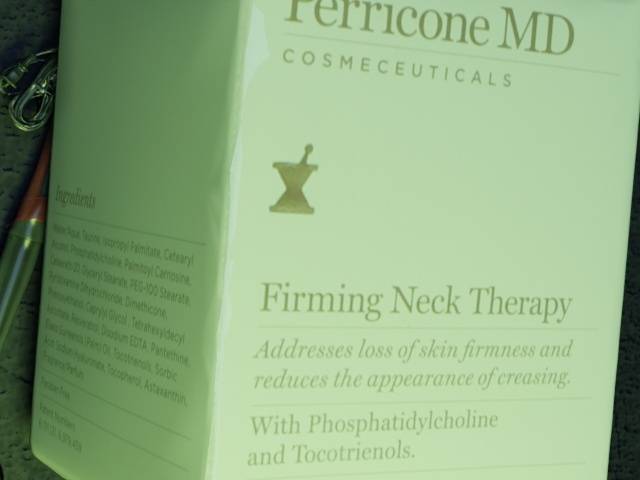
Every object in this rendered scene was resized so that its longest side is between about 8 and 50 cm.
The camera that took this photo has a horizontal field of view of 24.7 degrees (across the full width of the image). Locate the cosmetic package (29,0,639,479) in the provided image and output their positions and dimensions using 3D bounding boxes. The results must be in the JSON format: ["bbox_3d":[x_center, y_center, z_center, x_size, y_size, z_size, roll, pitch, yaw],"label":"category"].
[{"bbox_3d":[0.000,0.000,1.084,0.329,0.327,0.393,2,94,-30],"label":"cosmetic package"}]

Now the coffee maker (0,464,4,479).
[{"bbox_3d":[-0.297,0.125,1.077,0.171,0.120,0.178,-12,115,12],"label":"coffee maker"}]

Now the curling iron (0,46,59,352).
[{"bbox_3d":[-0.241,-0.020,1.152,0.068,0.035,0.274,12,90,-20],"label":"curling iron"}]
